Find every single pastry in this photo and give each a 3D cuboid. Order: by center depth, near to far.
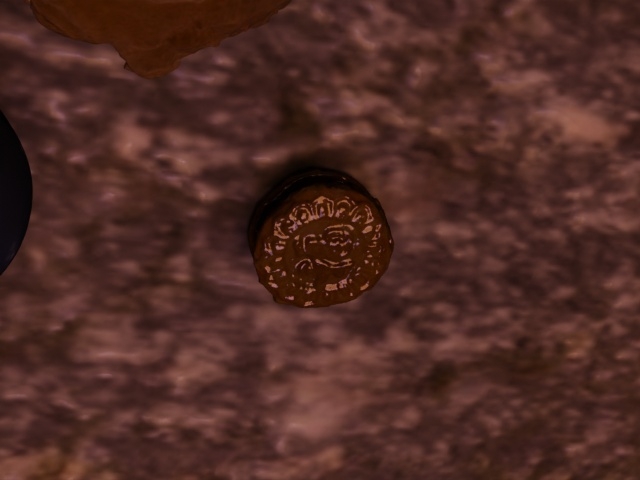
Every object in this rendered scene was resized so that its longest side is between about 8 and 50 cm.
[{"bbox_3d":[0.000,0.000,1.062,0.097,0.057,0.109,-15,125,-3],"label":"pastry"}]

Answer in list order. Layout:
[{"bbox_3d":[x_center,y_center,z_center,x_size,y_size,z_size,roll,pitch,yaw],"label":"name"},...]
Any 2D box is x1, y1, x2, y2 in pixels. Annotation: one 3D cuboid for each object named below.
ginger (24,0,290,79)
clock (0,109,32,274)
[{"bbox_3d":[-0.123,-0.266,0.815,0.236,0.166,0.375,-15,111,16],"label":"ginger"},{"bbox_3d":[-0.276,0.000,0.909,0.243,0.146,0.200,-41,123,19],"label":"clock"}]
